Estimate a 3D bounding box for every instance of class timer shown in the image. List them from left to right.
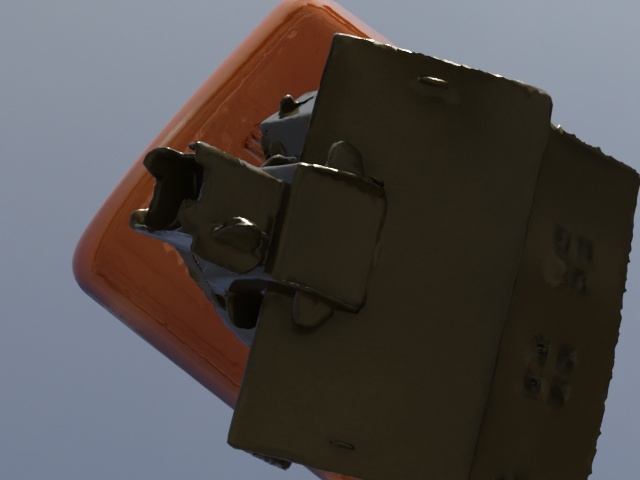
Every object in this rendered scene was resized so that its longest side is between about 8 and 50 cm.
[{"bbox_3d":[0.000,0.000,1.055,0.257,0.161,0.250,37,-106,11],"label":"timer"}]

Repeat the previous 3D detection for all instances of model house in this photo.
[{"bbox_3d":[0.002,0.012,0.798,0.243,0.204,0.211,23,-105,-37],"label":"model house"}]
